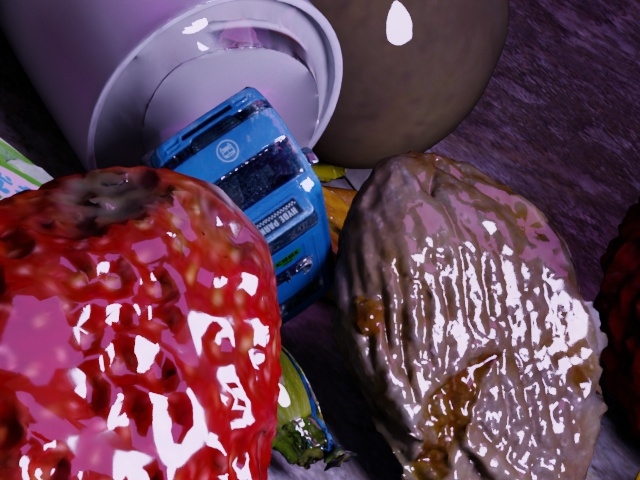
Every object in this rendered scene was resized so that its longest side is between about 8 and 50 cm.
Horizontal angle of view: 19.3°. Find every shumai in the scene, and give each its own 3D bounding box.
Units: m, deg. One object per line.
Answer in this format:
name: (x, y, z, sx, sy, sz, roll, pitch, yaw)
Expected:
shumai: (0.093, 0.096, 1.680, 0.346, 0.217, 0.283, 69, -21, -3)

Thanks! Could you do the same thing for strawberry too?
strawberry: (-0.157, 0.124, 1.020, 0.292, 0.310, 0.291, 37, 19, -15)

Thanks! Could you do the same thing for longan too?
longan: (0.014, -0.243, 1.996, 0.361, 0.361, 0.361, 32, 22, -15)

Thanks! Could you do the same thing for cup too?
cup: (-0.169, -0.208, 1.762, 0.253, 0.253, 0.371, 15, 28, -46)

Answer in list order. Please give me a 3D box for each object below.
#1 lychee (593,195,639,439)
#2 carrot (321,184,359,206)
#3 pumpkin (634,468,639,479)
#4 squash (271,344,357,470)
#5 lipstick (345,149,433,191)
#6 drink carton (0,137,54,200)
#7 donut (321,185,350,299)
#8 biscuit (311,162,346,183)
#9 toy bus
lychee: (0.487, 0.064, 1.985, 0.500, 0.425, 0.424, 55, 13, -26)
carrot: (-0.011, -0.043, 1.950, 0.248, 0.043, 0.043, 11, 34, -46)
pumpkin: (0.405, 0.327, 1.685, 0.232, 0.242, 0.325, 62, 7, -24)
squash: (-0.098, 0.070, 1.523, 0.331, 0.087, 0.087, 46, 23, 19)
lipstick: (0.116, -0.036, 2.088, 0.080, 0.076, 0.371, 8, 36, -51)
drink carton: (-0.247, 0.032, 1.329, 0.161, 0.108, 0.271, 39, 21, 3)
donut: (0.000, 0.000, 1.853, 0.152, 0.058, 0.152, 33, 22, -15)
biscuit: (-0.066, -0.078, 1.956, 0.048, 0.026, 0.292, 24, 12, 29)
toy bus: (-0.060, -0.019, 1.580, 0.134, 0.113, 0.246, 52, -11, 19)
